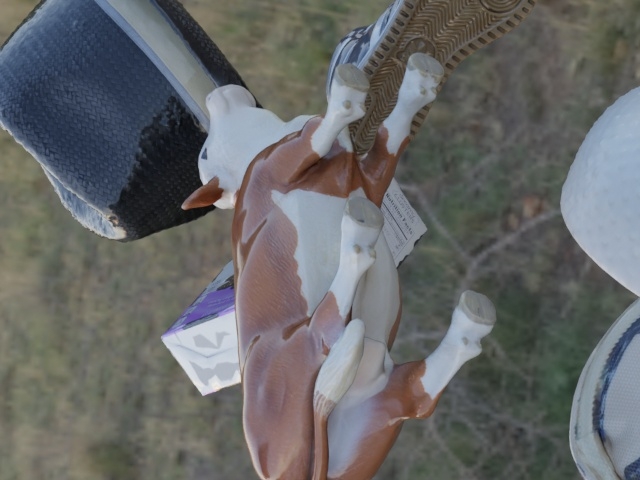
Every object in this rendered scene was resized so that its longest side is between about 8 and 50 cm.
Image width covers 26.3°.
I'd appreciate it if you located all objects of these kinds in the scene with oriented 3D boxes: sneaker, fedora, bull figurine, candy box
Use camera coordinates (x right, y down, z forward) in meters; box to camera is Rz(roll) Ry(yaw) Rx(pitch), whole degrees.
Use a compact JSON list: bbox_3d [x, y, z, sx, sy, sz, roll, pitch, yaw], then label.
[{"bbox_3d":[0.099,-0.199,1.258,0.282,0.099,0.153,-51,13,13],"label":"sneaker"},{"bbox_3d":[-0.163,-0.099,1.095,0.152,0.334,0.334,-40,22,-8],"label":"fedora"},{"bbox_3d":[0.000,0.000,0.795,0.188,0.101,0.310,-55,35,41],"label":"bull figurine"},{"bbox_3d":[-0.020,0.036,1.203,0.165,0.070,0.196,-22,18,38],"label":"candy box"}]

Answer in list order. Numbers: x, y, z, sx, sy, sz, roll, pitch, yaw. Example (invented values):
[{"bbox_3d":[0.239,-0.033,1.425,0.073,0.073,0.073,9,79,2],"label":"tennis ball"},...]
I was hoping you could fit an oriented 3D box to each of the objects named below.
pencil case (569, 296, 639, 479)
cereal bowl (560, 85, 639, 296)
[{"bbox_3d":[0.282,0.178,0.802,0.183,0.410,0.160,-36,45,1],"label":"pencil case"},{"bbox_3d":[0.355,-0.037,0.990,0.339,0.339,0.141,-120,41,-57],"label":"cereal bowl"}]
